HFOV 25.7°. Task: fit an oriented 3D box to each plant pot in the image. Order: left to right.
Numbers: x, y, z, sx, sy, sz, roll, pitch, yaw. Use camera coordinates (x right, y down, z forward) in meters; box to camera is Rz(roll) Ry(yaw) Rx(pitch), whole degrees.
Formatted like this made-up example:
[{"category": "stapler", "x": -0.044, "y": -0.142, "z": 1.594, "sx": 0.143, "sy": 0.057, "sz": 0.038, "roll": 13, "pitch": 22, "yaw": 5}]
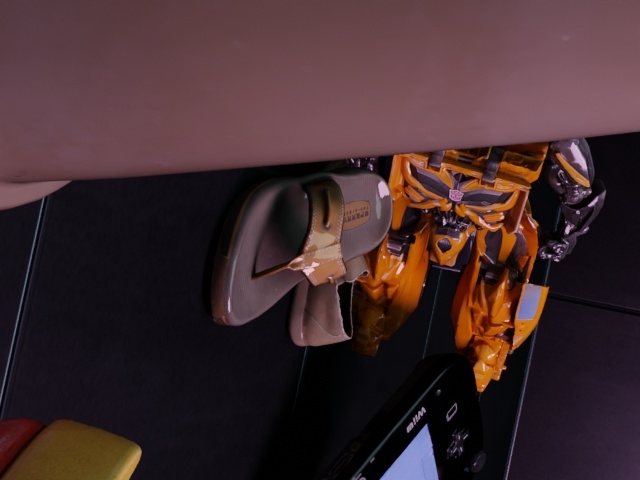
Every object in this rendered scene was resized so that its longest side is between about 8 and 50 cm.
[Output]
[{"category": "plant pot", "x": -0.006, "y": -0.148, "z": 0.402, "sx": 0.323, "sy": 0.280, "sz": 0.323, "roll": 11, "pitch": 90, "yaw": -73}]

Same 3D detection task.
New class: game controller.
[{"category": "game controller", "x": 0.031, "y": 0.231, "z": 1.119, "sx": 0.319, "sy": 0.067, "sz": 0.166, "roll": -46, "pitch": 150, "yaw": -31}]

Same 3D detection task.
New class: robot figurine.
[{"category": "robot figurine", "x": 0.107, "y": -0.004, "z": 1.123, "sx": 0.291, "sy": 0.211, "sz": 0.085, "roll": 96, "pitch": 13, "yaw": -50}]

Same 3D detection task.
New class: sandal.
[{"category": "sandal", "x": 0.000, "y": 0.000, "z": 0.957, "sx": 0.219, "sy": 0.060, "sz": 0.090, "roll": -18, "pitch": 113, "yaw": -55}]

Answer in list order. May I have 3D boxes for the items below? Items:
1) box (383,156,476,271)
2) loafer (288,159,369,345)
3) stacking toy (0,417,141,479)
[{"category": "box", "x": 0.122, "y": -0.080, "z": 1.312, "sx": 0.156, "sy": 0.093, "sz": 0.158, "roll": -56, "pitch": 154, "yaw": -54}, {"category": "loafer", "x": 0.013, "y": 0.011, "z": 1.073, "sx": 0.056, "sy": 0.050, "sz": 0.148, "roll": -16, "pitch": 117, "yaw": -72}, {"category": "stacking toy", "x": -0.207, "y": 0.187, "z": 0.428, "sx": 0.279, "sy": 0.130, "sz": 0.309, "roll": -58, "pitch": 180, "yaw": 44}]
